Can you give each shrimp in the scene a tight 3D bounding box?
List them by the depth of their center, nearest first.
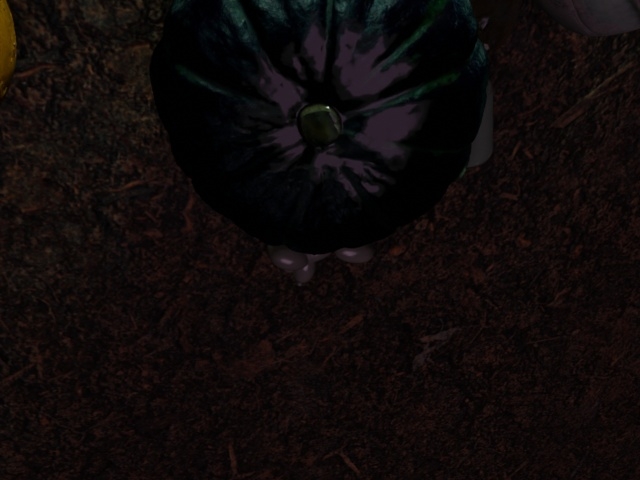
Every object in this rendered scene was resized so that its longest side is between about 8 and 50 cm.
[{"bbox_3d":[0.161,-0.247,0.900,0.251,0.052,0.144,-37,142,21],"label":"shrimp"}]

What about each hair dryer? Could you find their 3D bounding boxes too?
[{"bbox_3d":[0.119,-0.150,0.949,0.237,0.073,0.131,-11,147,7],"label":"hair dryer"}]

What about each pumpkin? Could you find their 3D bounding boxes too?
[{"bbox_3d":[-0.003,-0.165,0.758,0.364,0.266,0.363,1,122,1],"label":"pumpkin"}]

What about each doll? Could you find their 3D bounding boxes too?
[{"bbox_3d":[0.000,0.000,1.034,0.160,0.059,0.161,-11,130,-9],"label":"doll"}]

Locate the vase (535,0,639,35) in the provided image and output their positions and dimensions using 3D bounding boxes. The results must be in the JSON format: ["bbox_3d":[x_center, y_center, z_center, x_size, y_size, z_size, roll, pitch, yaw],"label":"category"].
[{"bbox_3d":[0.254,-0.425,0.672,0.250,0.250,0.445,-34,127,9],"label":"vase"}]

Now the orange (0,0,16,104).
[{"bbox_3d":[-0.410,-0.190,0.637,0.240,0.240,0.240,-9,129,-11],"label":"orange"}]
